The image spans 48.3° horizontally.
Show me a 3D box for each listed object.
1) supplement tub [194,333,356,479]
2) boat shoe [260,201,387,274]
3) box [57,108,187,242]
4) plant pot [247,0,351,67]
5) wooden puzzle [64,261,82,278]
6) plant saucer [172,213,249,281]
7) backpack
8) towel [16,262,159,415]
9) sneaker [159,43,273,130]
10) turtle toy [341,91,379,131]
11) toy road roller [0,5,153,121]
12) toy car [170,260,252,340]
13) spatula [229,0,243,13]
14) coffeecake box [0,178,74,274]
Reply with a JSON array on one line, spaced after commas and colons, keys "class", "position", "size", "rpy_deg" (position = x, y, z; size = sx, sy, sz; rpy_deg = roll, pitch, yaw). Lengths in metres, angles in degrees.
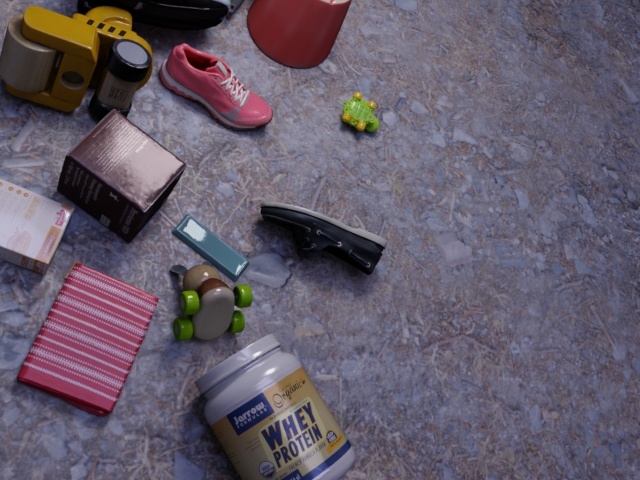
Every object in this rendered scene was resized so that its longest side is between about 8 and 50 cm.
[{"class": "supplement tub", "position": [-0.098, 0.375, 1.470], "size": [0.228, 0.228, 0.316], "rpy_deg": [-28, 81, -35]}, {"class": "boat shoe", "position": [-0.001, 0.000, 1.779], "size": [0.339, 0.127, 0.113], "rpy_deg": [20, 81, -21]}, {"class": "box", "position": [-0.442, -0.141, 1.582], "size": [0.203, 0.168, 0.167], "rpy_deg": [37, 54, -6]}, {"class": "plant pot", "position": [-0.040, -0.665, 2.010], "size": [0.274, 0.243, 0.275], "rpy_deg": [12, 62, -23]}, {"class": "wooden puzzle", "position": [-0.498, 0.102, 1.527], "size": [0.116, 0.014, 0.079], "rpy_deg": [40, 55, -5]}, {"class": "plant saucer", "position": [-0.258, 0.014, 1.696], "size": [0.192, 0.018, 0.067], "rpy_deg": [38, 54, -5]}, {"class": "backpack", "position": [-0.392, -0.654, 1.801], "size": [0.355, 0.290, 0.274], "rpy_deg": [17, 71, -28]}, {"class": "towel", "position": [-0.473, 0.202, 1.472], "size": [0.198, 0.031, 0.275], "rpy_deg": [26, 59, -14]}, {"class": "sneaker", "position": [-0.256, -0.392, 1.825], "size": [0.313, 0.136, 0.116], "rpy_deg": [26, 58, -14]}, {"class": "turtle toy", "position": [0.116, -0.357, 2.046], "size": [0.130, 0.066, 0.095], "rpy_deg": [31, 79, -14]}, {"class": "toy road roller", "position": [-0.557, -0.441, 1.662], "size": [0.329, 0.202, 0.241], "rpy_deg": [13, 48, -27]}, {"class": "toy car", "position": [-0.265, 0.115, 1.600], "size": [0.154, 0.149, 0.188], "rpy_deg": [-4, 40, -32]}, {"class": "spatula", "position": [-0.212, -0.728, 2.065], "size": [0.084, 0.030, 0.297], "rpy_deg": [34, 43, -10]}, {"class": "coffeecake box", "position": [-0.634, -0.032, 1.489], "size": [0.185, 0.068, 0.143], "rpy_deg": [24, 57, -16]}]
